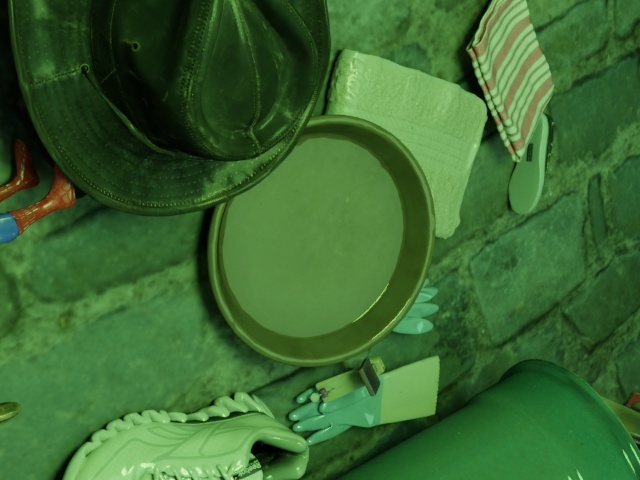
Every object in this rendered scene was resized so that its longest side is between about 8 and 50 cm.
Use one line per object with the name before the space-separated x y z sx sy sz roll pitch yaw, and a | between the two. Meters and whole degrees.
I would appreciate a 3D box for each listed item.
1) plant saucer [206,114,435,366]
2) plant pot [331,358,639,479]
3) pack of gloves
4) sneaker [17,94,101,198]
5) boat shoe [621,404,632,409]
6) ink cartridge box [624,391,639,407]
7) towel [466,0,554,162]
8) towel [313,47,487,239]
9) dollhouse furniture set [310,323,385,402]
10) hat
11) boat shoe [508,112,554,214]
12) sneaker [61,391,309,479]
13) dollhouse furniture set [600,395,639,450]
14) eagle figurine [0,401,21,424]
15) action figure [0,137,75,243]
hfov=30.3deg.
plant saucer | 0.000 0.000 1.281 0.277 0.041 0.278 -7 105 -26
plant pot | 0.186 0.361 1.460 0.334 0.341 0.341 -18 119 -25
pack of gloves | 0.048 0.141 1.454 0.232 0.046 0.195 -8 110 -34
sneaker | -0.161 -0.096 1.087 0.281 0.106 0.163 31 85 -38
boat shoe | 0.412 0.354 1.895 0.258 0.109 0.089 -25 131 -20
ink cartridge box | 0.560 0.483 1.955 0.385 0.279 0.160 -51 136 -20
towel | 0.248 -0.215 1.498 0.144 0.029 0.197 -60 137 -33
towel | 0.097 -0.106 1.393 0.282 0.049 0.187 9 97 -48
dollhouse furniture set | 0.012 0.132 1.390 0.114 0.081 0.091 64 17 -8
hat | -0.092 -0.164 0.965 0.331 0.134 0.332 -12 113 -30
boat shoe | 0.293 -0.105 1.608 0.040 0.049 0.142 -2 104 -47
sneaker | -0.135 0.235 1.223 0.292 0.118 0.110 -13 116 -43
dollhouse furniture set | 0.358 0.365 1.644 0.198 0.286 0.304 23 78 -23
eagle figurine | -0.377 0.245 0.924 0.225 0.226 0.298 -73 -179 -51
action figure | -0.336 -0.024 0.924 0.280 0.091 0.139 -38 136 -33
